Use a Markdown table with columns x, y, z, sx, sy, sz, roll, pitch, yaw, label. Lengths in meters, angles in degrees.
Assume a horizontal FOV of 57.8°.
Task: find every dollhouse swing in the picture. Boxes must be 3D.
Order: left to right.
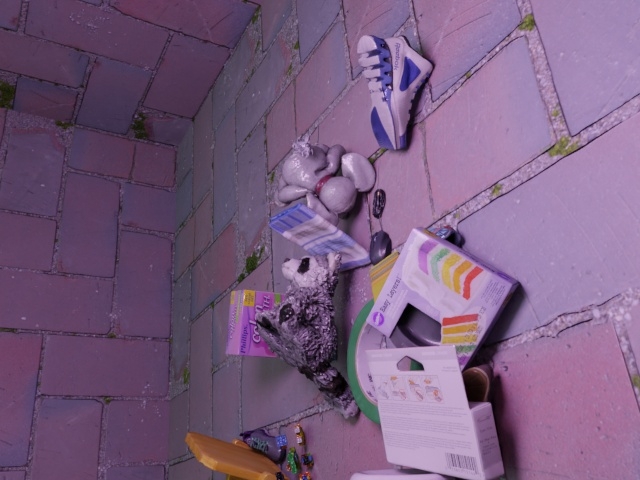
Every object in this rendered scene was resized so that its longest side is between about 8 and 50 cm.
| x | y | z | sx | sy | sz | roll | pitch | yaw | label |
| --- | --- | --- | --- | --- | --- | --- | --- | --- | --- |
| -0.297 | 0.828 | 1.917 | 0.347 | 0.305 | 0.314 | 3 | 84 | 64 | dollhouse swing |

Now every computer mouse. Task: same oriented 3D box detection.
| x | y | z | sx | sy | sz | roll | pitch | yaw | label |
| --- | --- | --- | --- | --- | --- | --- | --- | --- | --- |
| 0.162 | -0.036 | 1.648 | 0.071 | 0.041 | 0.241 | -33 | 53 | 54 | computer mouse |

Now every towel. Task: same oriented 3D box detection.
| x | y | z | sx | sy | sz | roll | pitch | yaw | label |
| --- | --- | --- | --- | --- | --- | --- | --- | --- | --- |
| 0.000 | 0.000 | 1.703 | 0.209 | 0.285 | 0.034 | -21 | 38 | 57 | towel |
| 0.176 | 0.114 | 1.477 | 0.102 | 0.021 | 0.237 | -38 | 22 | 18 | towel |

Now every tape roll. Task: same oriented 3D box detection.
| x | y | z | sx | sy | sz | roll | pitch | yaw | label |
| --- | --- | --- | --- | --- | --- | --- | --- | --- | --- |
| 0.184 | 0.299 | 1.470 | 0.321 | 0.077 | 0.320 | -29 | 56 | 55 | tape roll |

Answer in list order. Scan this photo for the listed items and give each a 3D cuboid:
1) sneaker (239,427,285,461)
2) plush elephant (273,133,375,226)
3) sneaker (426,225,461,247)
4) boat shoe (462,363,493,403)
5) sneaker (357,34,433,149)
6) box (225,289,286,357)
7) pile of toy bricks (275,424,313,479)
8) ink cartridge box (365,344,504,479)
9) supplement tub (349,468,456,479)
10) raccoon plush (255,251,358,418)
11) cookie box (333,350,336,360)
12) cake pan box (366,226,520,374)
| x | y | z | sx | sy | sz | roll | pitch | yaw | label |
| --- | --- | --- | --- | --- | --- | --- | --- | --- | --- |
| -0.205 | 0.716 | 2.019 | 0.224 | 0.098 | 0.083 | -4 | 78 | 61 | sneaker |
| 0.017 | -0.164 | 1.776 | 0.255 | 0.272 | 0.330 | 50 | 172 | 11 | plush elephant |
| 0.277 | 0.091 | 1.339 | 0.125 | 0.104 | 0.261 | -17 | 69 | 53 | sneaker |
| 0.316 | 0.357 | 1.219 | 0.080 | 0.074 | 0.223 | 33 | 123 | 40 | boat shoe |
| 0.225 | -0.412 | 1.571 | 0.127 | 0.182 | 0.315 | 33 | 140 | 61 | sneaker |
| -0.179 | 0.285 | 1.956 | 0.117 | 0.243 | 0.213 | -16 | 67 | 59 | box |
| -0.079 | 0.698 | 1.819 | 0.105 | 0.118 | 0.212 | 67 | -173 | -69 | pile of toy bricks |
| 0.228 | 0.348 | 1.218 | 0.296 | 0.066 | 0.260 | -19 | 79 | 56 | ink cartridge box |
| 0.178 | 0.654 | 1.205 | 0.235 | 0.236 | 0.324 | -29 | 57 | 55 | supplement tub |
| 0.015 | 0.249 | 1.686 | 0.216 | 0.299 | 0.446 | -9 | 118 | 54 | raccoon plush |
| 0.010 | 0.324 | 1.812 | 0.092 | 0.040 | 0.107 | -29 | 57 | 54 | cookie box |
| 0.255 | 0.140 | 1.266 | 0.246 | 0.070 | 0.266 | 35 | 111 | 26 | cake pan box |
